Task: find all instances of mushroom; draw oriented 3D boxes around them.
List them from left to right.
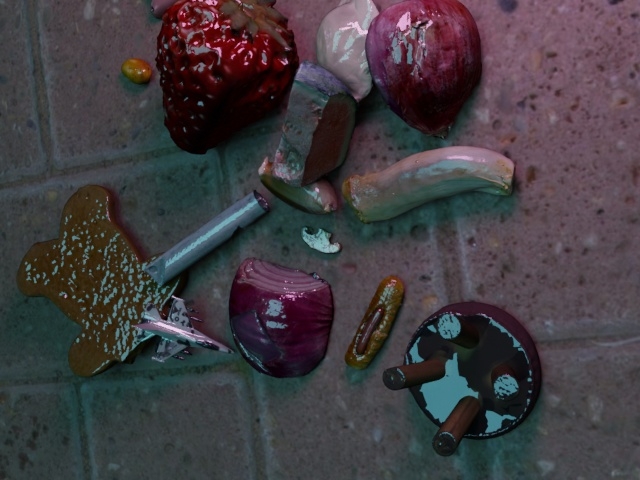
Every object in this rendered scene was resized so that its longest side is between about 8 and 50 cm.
[{"bbox_3d":[0.000,0.000,1.853,0.101,0.019,0.049,30,104,20],"label":"mushroom"},{"bbox_3d":[0.210,-0.115,1.716,0.351,0.095,0.123,-10,106,26],"label":"mushroom"}]

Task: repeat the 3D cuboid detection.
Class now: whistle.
[{"bbox_3d":[-0.253,-0.002,1.922,0.312,0.062,0.062,-34,76,11],"label":"whistle"}]

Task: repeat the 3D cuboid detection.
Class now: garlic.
[{"bbox_3d":[-0.031,-0.100,1.807,0.198,0.128,0.090,34,97,20],"label":"garlic"}]

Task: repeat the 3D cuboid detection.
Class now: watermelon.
[{"bbox_3d":[-0.012,-0.218,1.715,0.148,0.318,0.226,24,77,1],"label":"watermelon"}]

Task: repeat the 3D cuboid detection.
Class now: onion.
[{"bbox_3d":[-0.108,0.175,1.859,0.250,0.111,0.248,14,95,23],"label":"onion"},{"bbox_3d":[0.214,-0.324,1.661,0.227,0.120,0.284,-16,105,-2],"label":"onion"}]

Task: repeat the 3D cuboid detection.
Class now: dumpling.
[{"bbox_3d":[0.064,-0.394,1.755,0.162,0.132,0.250,5,94,63],"label":"dumpling"}]

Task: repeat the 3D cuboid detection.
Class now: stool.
[{"bbox_3d":[0.268,0.257,1.639,0.272,0.178,0.272,1,92,26],"label":"stool"}]

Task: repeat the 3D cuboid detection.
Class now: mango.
[{"bbox_3d":[-0.436,-0.399,2.042,0.089,0.046,0.060,17,98,29],"label":"mango"}]

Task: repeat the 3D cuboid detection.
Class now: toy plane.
[{"bbox_3d":[-0.308,0.210,1.951,0.234,0.082,0.160,17,100,-15],"label":"toy plane"}]

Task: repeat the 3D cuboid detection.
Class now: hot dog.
[{"bbox_3d":[0.112,0.174,1.786,0.066,0.047,0.216,31,103,19],"label":"hot dog"}]

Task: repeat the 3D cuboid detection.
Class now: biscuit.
[{"bbox_3d":[-0.524,0.106,2.061,0.394,0.076,0.368,41,96,17],"label":"biscuit"}]

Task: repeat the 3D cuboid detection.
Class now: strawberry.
[{"bbox_3d":[-0.221,-0.346,1.822,0.295,0.317,0.345,32,124,-9],"label":"strawberry"}]

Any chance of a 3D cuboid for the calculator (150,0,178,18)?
[{"bbox_3d":[-0.304,-0.674,1.977,0.329,0.048,0.220,-35,74,19],"label":"calculator"}]
